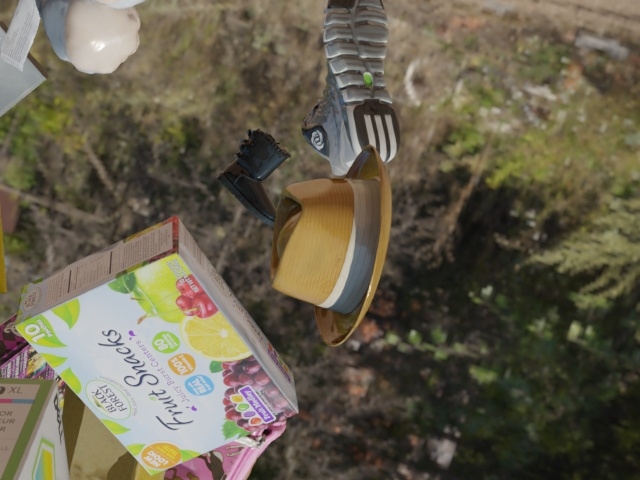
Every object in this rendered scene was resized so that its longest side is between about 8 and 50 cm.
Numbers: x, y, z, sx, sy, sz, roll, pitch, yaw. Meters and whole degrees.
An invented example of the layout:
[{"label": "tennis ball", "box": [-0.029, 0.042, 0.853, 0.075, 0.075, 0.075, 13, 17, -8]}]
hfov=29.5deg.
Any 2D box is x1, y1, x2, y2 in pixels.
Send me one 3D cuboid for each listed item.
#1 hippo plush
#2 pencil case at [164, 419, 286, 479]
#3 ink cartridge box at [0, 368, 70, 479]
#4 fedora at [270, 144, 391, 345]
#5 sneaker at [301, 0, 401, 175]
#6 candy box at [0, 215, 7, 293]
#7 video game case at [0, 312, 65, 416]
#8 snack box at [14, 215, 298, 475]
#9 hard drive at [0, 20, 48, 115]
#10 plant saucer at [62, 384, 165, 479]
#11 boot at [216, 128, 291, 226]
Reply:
[{"label": "hippo plush", "box": [-0.148, -0.262, 1.094, 0.236, 0.234, 0.294, -12, 154, -32]}, {"label": "pencil case", "box": [-0.208, 0.404, 1.873, 0.160, 0.386, 0.167, 30, 175, 4]}, {"label": "ink cartridge box", "box": [-0.195, 0.156, 0.745, 0.062, 0.109, 0.209, 1, -150, 2]}, {"label": "fedora", "box": [0.000, 0.000, 1.079, 0.079, 0.194, 0.194, 10, 179, -15]}, {"label": "sneaker", "box": [0.016, -0.182, 1.390, 0.086, 0.229, 0.132, 4, 163, -33]}, {"label": "candy box", "box": [-0.398, 0.004, 1.410, 0.027, 0.105, 0.206, -8, -175, -25]}, {"label": "video game case", "box": [-0.336, 0.189, 1.211, 0.041, 0.232, 0.210, 31, -137, 17]}, {"label": "snack box", "box": [-0.088, 0.063, 0.679, 0.141, 0.100, 0.037, 57, -164, -36]}, {"label": "hard drive", "box": [-0.439, -0.211, 1.600, 0.094, 0.135, 0.022, 50, -164, -17]}, {"label": "plant saucer", "box": [-0.289, 0.274, 1.490, 0.081, 0.333, 0.332, 25, 157, -39]}, {"label": "boot", "box": [-0.081, -0.093, 1.743, 0.121, 0.099, 0.045, 43, -171, 10]}]
